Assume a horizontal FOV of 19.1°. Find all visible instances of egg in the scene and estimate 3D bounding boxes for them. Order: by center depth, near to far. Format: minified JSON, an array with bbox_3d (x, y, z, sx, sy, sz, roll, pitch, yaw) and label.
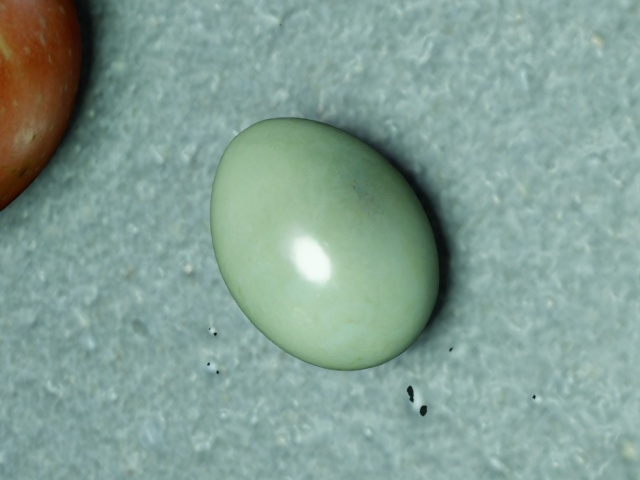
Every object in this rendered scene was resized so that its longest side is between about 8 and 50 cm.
[{"bbox_3d":[0.000,0.000,1.028,0.114,0.114,0.152,-44,66,24],"label":"egg"}]

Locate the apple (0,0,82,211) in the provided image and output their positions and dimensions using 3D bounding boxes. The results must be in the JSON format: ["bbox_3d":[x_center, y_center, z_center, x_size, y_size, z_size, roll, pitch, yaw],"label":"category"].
[{"bbox_3d":[-0.276,-0.109,1.113,0.260,0.260,0.216,48,137,21],"label":"apple"}]
